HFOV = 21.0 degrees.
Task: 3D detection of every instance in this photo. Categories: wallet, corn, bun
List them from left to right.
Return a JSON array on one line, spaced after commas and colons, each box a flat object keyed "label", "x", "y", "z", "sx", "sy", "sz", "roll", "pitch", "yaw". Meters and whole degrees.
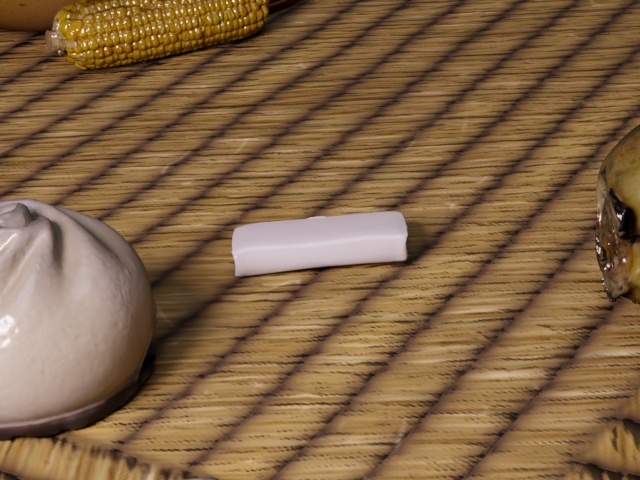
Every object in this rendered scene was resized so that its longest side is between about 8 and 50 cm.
[{"label": "bun", "x": -0.191, "y": 0.036, "z": 1.079, "sx": 0.172, "sy": 0.120, "sz": 0.173, "roll": -6, "pitch": 27, "yaw": 3}, {"label": "corn", "x": -0.144, "y": -0.197, "z": 1.555, "sx": 0.207, "sy": 0.068, "sz": 0.068, "roll": -11, "pitch": 29, "yaw": -15}, {"label": "wallet", "x": 0.000, "y": 0.000, "z": 1.207, "sx": 0.122, "sy": 0.025, "sz": 0.061, "roll": -5, "pitch": 22, "yaw": 2}]

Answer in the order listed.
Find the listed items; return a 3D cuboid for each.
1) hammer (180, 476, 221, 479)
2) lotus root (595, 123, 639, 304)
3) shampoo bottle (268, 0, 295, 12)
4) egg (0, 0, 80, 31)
[{"label": "hammer", "x": -0.069, "y": 0.162, "z": 0.921, "sx": 0.052, "sy": 0.031, "sz": 0.083, "roll": -11, "pitch": 39, "yaw": -3}, {"label": "lotus root", "x": 0.306, "y": -0.030, "z": 1.068, "sx": 0.274, "sy": 0.152, "sz": 0.160, "roll": -3, "pitch": 10, "yaw": -2}, {"label": "shampoo bottle", "x": -0.123, "y": -0.286, "z": 1.720, "sx": 0.102, "sy": 0.064, "sz": 0.260, "roll": -28, "pitch": 34, "yaw": -31}, {"label": "egg", "x": -0.249, "y": -0.323, "z": 1.605, "sx": 0.322, "sy": 0.250, "sz": 0.250, "roll": -7, "pitch": 26, "yaw": 20}]
